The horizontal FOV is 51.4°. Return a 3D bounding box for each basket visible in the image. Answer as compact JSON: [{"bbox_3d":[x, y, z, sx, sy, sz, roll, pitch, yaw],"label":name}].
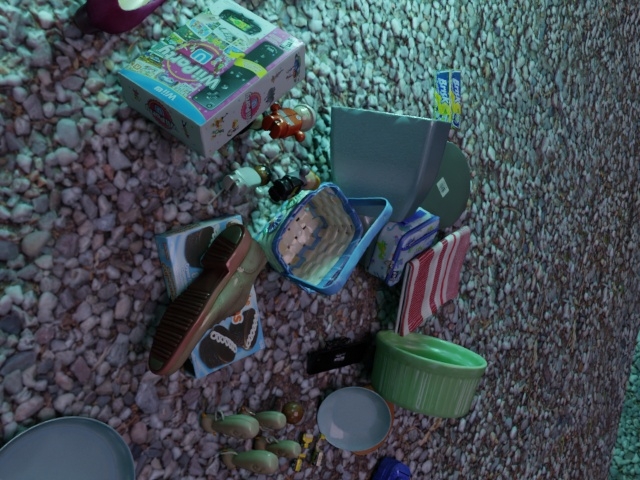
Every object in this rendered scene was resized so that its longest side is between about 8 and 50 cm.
[{"bbox_3d":[0.000,0.000,1.504,0.255,0.288,0.201,-54,129,-23],"label":"basket"}]

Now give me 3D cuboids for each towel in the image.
[{"bbox_3d":[0.320,0.112,1.870,0.329,0.037,0.237,-27,131,-47],"label":"towel"}]

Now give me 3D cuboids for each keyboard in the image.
[{"bbox_3d":[0.043,0.292,1.755,0.192,0.038,0.100,-5,122,-41],"label":"keyboard"}]

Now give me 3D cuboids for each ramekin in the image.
[{"bbox_3d":[0.280,0.357,1.789,0.303,0.303,0.148,9,97,-40],"label":"ramekin"}]

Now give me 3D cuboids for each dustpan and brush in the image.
[{"bbox_3d":[0.147,-0.021,1.789,0.147,0.060,0.211,8,84,-30],"label":"dustpan and brush"}]

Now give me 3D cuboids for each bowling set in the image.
[{"bbox_3d":[-0.135,0.469,1.570,0.200,0.154,0.287,-44,121,-49],"label":"bowling set"}]

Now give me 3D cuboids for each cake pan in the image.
[{"bbox_3d":[0.335,-0.159,1.924,0.293,0.054,0.294,-6,100,-39],"label":"cake pan"}]

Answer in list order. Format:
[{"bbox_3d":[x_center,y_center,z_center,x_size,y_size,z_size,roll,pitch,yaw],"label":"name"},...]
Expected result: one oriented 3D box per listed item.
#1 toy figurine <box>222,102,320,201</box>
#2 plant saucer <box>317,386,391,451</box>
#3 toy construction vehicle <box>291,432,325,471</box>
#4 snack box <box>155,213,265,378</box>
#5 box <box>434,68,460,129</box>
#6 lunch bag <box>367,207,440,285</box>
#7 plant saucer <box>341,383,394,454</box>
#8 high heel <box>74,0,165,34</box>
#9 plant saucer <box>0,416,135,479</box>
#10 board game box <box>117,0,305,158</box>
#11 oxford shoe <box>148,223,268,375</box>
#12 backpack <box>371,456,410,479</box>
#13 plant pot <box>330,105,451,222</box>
[{"bbox_3d":[-0.110,-0.193,1.447,0.148,0.213,0.210,-30,118,-52],"label":"toy figurine"},{"bbox_3d":[0.089,0.463,1.752,0.194,0.037,0.195,1,107,2],"label":"plant saucer"},{"bbox_3d":[-0.032,0.546,1.718,0.085,0.035,0.098,17,81,-29],"label":"toy construction vehicle"},{"bbox_3d":[-0.237,0.119,1.469,0.187,0.060,0.322,-20,108,-36],"label":"snack box"},{"bbox_3d":[0.366,-0.405,1.916,0.054,0.059,0.169,-10,102,-41],"label":"box"},{"bbox_3d":[0.224,0.010,1.769,0.219,0.090,0.176,-25,140,-50],"label":"lunch bag"},{"bbox_3d":[0.139,0.500,1.850,0.199,0.037,0.200,-5,98,-40],"label":"plant saucer"},{"bbox_3d":[-0.295,-0.517,1.263,0.127,0.181,0.377,49,65,-33],"label":"high heel"},{"bbox_3d":[-0.517,0.493,1.292,0.317,0.043,0.318,-6,99,-39],"label":"plant saucer"},{"bbox_3d":[-0.209,-0.332,1.331,0.303,0.224,0.098,-47,160,-26],"label":"board game box"},{"bbox_3d":[-0.218,0.140,1.373,0.130,0.123,0.348,46,70,-38],"label":"oxford shoe"},{"bbox_3d":[0.208,0.687,1.891,0.098,0.101,0.120,42,65,-42],"label":"backpack"},{"bbox_3d":[0.161,-0.182,1.616,0.248,0.247,0.253,-23,122,-68],"label":"plant pot"}]
